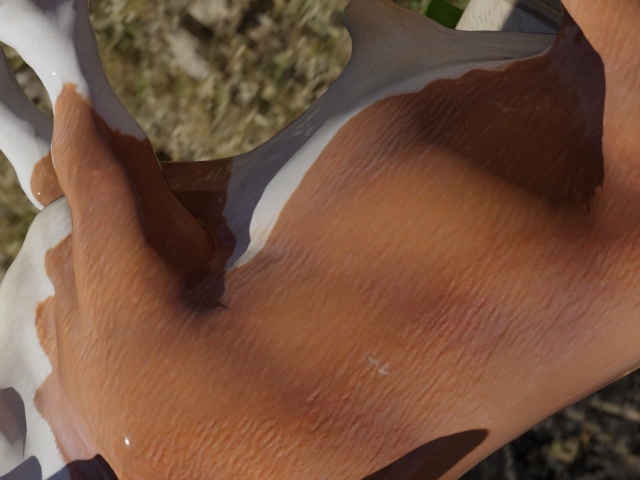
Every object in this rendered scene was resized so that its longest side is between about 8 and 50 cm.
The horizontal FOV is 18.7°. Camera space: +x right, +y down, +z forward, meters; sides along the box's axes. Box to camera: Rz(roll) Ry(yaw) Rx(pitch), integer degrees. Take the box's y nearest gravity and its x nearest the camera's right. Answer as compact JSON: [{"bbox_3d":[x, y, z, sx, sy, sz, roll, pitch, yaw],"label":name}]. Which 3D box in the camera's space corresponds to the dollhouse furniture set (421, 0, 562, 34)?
[{"bbox_3d":[0.187,-0.150,0.817,0.197,0.301,0.151,31,156,2],"label":"dollhouse furniture set"}]

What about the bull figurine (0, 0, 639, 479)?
[{"bbox_3d":[0.000,0.000,0.489,0.310,0.101,0.188,-31,95,-4],"label":"bull figurine"}]
